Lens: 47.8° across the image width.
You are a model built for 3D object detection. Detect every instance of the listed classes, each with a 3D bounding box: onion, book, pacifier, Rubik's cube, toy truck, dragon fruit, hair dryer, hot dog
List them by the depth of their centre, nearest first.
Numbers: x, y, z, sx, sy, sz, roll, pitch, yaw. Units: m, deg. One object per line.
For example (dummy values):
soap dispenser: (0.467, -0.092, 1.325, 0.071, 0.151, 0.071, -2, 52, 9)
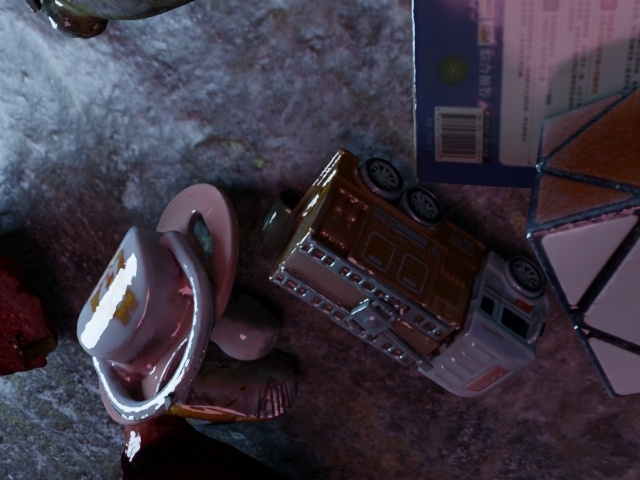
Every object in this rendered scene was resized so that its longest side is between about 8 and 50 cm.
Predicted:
Rubik's cube: (0.320, -0.013, 0.632, 0.207, 0.205, 0.205, -19, 117, 31)
book: (0.299, -0.176, 0.682, 0.428, 0.039, 0.300, 6, 124, 17)
toy truck: (0.103, 0.051, 0.806, 0.305, 0.162, 0.136, 33, 135, -8)
hair dryer: (0.000, 0.000, 0.912, 0.150, 0.047, 0.071, 28, 126, -5)
pacifier: (-0.182, 0.085, 0.921, 0.220, 0.273, 0.332, 40, 109, 14)
hot dog: (-0.165, 0.201, 1.038, 0.268, 0.144, 0.075, 10, 118, 9)
dragon fruit: (-0.537, 0.082, 1.049, 0.302, 0.240, 0.330, 10, 134, -8)
onion: (-0.205, 0.404, 1.080, 0.398, 0.398, 0.420, -4, 89, 23)

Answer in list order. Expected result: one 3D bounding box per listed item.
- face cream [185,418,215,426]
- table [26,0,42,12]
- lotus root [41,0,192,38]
face cream: (-0.189, 0.282, 1.175, 0.083, 0.021, 0.040, -17, 116, 28)
table: (-0.301, -0.313, 0.799, 0.070, 0.083, 0.082, -13, 122, 31)
lotus root: (-0.149, -0.308, 0.682, 0.349, 0.175, 0.175, -24, 110, 22)
